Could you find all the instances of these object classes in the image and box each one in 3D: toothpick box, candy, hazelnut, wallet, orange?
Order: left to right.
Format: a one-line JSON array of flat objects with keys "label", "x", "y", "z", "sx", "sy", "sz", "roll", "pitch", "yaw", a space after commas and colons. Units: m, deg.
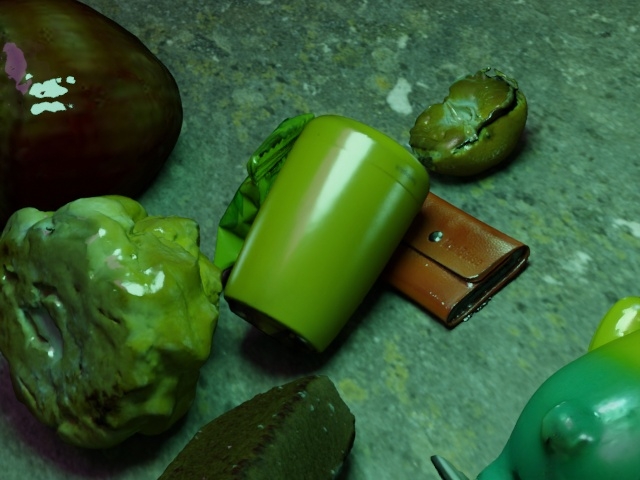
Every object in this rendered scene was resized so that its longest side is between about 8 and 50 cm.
[{"label": "hazelnut", "x": -0.406, "y": -0.194, "z": 1.750, "sx": 0.421, "sy": 0.352, "sz": 0.421, "roll": -10, "pitch": 15, "yaw": 3}, {"label": "candy", "x": -0.077, "y": -0.046, "z": 1.533, "sx": 0.069, "sy": 0.246, "sz": 0.149, "roll": 36, "pitch": 42, "yaw": 4}, {"label": "toothpick box", "x": 0.000, "y": 0.000, "z": 1.430, "sx": 0.175, "sy": 0.175, "sz": 0.271, "roll": 20, "pitch": 75, "yaw": 40}, {"label": "wallet", "x": 0.143, "y": 0.014, "z": 1.476, "sx": 0.142, "sy": 0.045, "sz": 0.204, "roll": -39, "pitch": 42, "yaw": -16}, {"label": "orange", "x": 0.204, "y": -0.150, "z": 1.587, "sx": 0.170, "sy": 0.112, "sz": 0.160, "roll": -9, "pitch": 46, "yaw": 53}]

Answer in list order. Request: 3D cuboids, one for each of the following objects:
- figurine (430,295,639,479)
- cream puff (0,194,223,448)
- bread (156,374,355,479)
[{"label": "figurine", "x": 0.294, "y": 0.192, "z": 1.060, "sx": 0.340, "sy": 0.231, "sz": 0.323, "roll": -32, "pitch": 41, "yaw": -4}, {"label": "cream puff", "x": -0.233, "y": 0.080, "z": 1.439, "sx": 0.324, "sy": 0.291, "sz": 0.257, "roll": -6, "pitch": 10, "yaw": 40}, {"label": "bread", "x": -0.089, "y": 0.260, "z": 1.119, "sx": 0.165, "sy": 0.113, "sz": 0.416, "roll": -24, "pitch": 8, "yaw": 20}]
